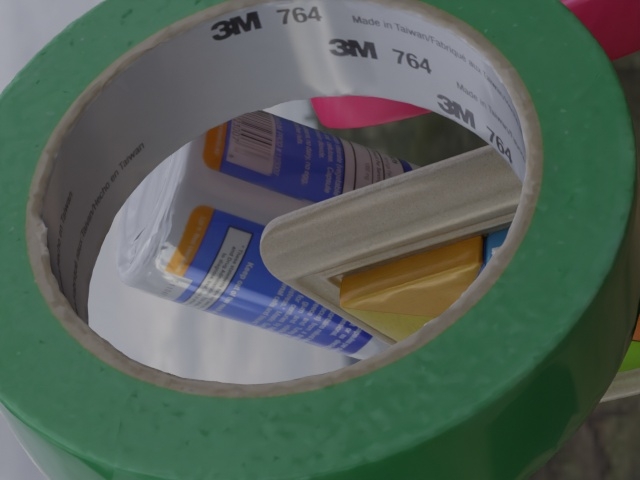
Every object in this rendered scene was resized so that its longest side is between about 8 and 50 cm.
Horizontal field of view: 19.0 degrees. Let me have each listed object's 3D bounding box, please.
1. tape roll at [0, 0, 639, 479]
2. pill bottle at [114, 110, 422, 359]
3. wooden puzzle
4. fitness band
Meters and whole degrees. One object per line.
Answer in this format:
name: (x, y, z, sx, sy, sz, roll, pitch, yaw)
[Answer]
tape roll: (-0.012, -0.007, 0.889, 0.077, 0.321, 0.321, 74, -166, -51)
pill bottle: (0.000, 0.000, 1.398, 0.152, 0.272, 0.152, -161, 90, -73)
wooden puzzle: (0.116, 0.037, 1.110, 0.239, 0.221, 0.044, 37, -130, -37)
fitness band: (0.126, -0.141, 1.223, 0.209, 0.291, 0.054, -42, -66, -59)
